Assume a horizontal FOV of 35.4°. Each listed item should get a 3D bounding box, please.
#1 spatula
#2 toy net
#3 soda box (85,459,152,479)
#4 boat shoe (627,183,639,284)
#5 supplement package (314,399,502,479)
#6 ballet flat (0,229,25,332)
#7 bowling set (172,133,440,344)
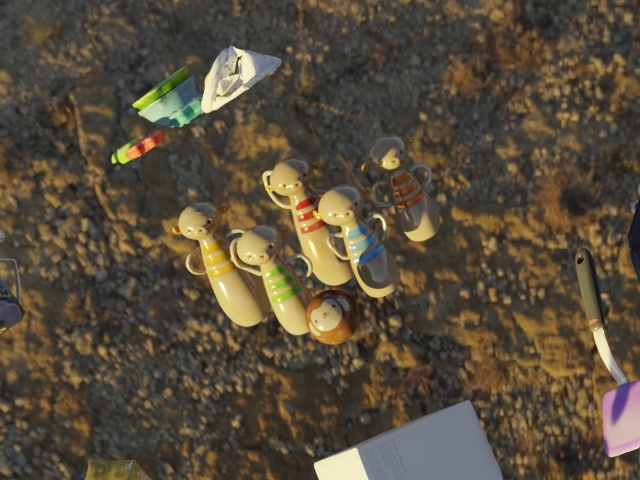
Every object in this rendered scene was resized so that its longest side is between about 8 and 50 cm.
[{"bbox_3d":[0.398,0.146,1.398,0.030,0.084,0.297,6,63,-34],"label":"spatula"},{"bbox_3d":[-0.123,-0.134,0.927,0.122,0.045,0.232,-42,15,-30],"label":"toy net"},{"bbox_3d":[-0.242,0.339,1.117,0.061,0.058,0.181,-4,50,16],"label":"soda box"},{"bbox_3d":[0.459,-0.085,1.323,0.127,0.158,0.341,7,65,-18],"label":"boat shoe"},{"bbox_3d":[0.104,0.272,1.183,0.179,0.105,0.105,-16,77,-34],"label":"supplement package"},{"bbox_3d":[-0.250,0.013,0.748,0.041,0.041,0.114,-23,87,-3],"label":"ballet flat"},{"bbox_3d":[0.000,0.000,1.036,0.287,0.154,0.200,-28,20,0],"label":"bowling set"}]
